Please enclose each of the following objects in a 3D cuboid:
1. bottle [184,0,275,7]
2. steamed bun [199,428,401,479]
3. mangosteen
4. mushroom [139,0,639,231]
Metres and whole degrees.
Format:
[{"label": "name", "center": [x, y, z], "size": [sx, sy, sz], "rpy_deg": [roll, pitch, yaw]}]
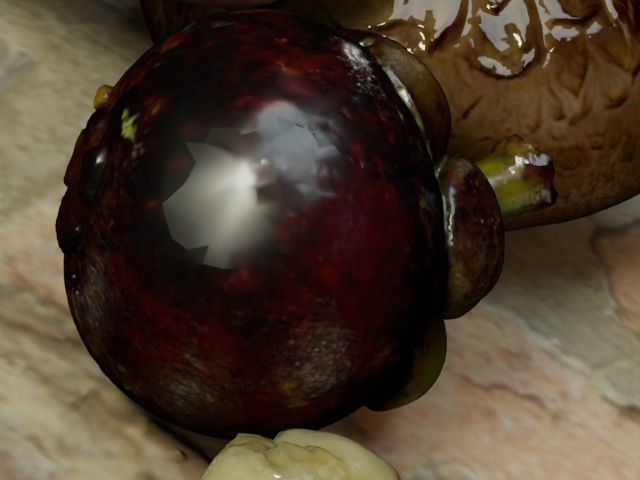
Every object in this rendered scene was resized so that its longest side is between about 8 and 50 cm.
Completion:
[{"label": "bottle", "center": [-0.113, -0.191, 0.765], "size": [0.173, 0.206, 0.297], "rpy_deg": [-17, 28, -40]}, {"label": "steamed bun", "center": [0.024, 0.137, 0.598], "size": [0.177, 0.106, 0.192], "rpy_deg": [28, 36, 0]}, {"label": "mangosteen", "center": [-0.011, 0.002, 0.695], "size": [0.184, 0.172, 0.172], "rpy_deg": [33, 32, -28]}, {"label": "mushroom", "center": [0.056, -0.126, 0.875], "size": [0.278, 0.163, 0.297], "rpy_deg": [-19, 53, -43]}]
